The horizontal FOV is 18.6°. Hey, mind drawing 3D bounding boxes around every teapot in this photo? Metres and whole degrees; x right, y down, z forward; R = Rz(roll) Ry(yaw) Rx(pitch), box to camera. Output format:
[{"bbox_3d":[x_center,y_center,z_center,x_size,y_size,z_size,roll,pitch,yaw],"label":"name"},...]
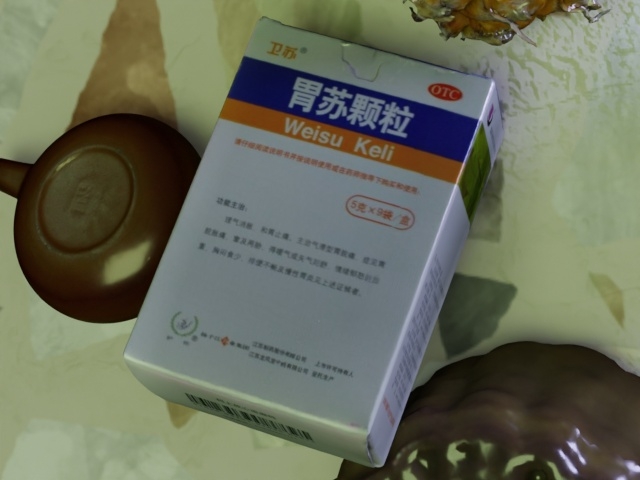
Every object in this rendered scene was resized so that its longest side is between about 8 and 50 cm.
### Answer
[{"bbox_3d":[-0.179,-0.016,1.641,0.252,0.135,0.178,20,76,33],"label":"teapot"}]

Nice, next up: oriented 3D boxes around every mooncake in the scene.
[{"bbox_3d":[0.159,0.250,1.548,0.324,0.187,0.324,6,108,21],"label":"mooncake"}]

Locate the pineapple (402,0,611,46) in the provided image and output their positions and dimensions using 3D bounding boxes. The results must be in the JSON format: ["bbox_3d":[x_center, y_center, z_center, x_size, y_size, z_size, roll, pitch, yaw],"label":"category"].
[{"bbox_3d":[0.167,-0.317,1.377,0.286,0.209,0.344,-13,98,23],"label":"pineapple"}]

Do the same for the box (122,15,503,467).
[{"bbox_3d":[0.000,0.000,1.500,0.200,0.106,0.299,17,74,15],"label":"box"}]
